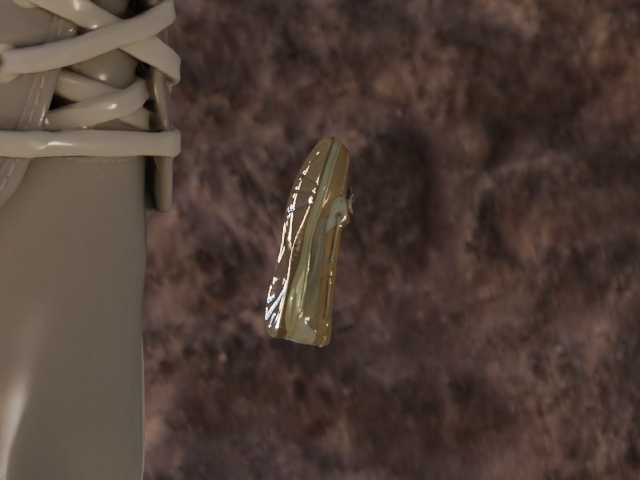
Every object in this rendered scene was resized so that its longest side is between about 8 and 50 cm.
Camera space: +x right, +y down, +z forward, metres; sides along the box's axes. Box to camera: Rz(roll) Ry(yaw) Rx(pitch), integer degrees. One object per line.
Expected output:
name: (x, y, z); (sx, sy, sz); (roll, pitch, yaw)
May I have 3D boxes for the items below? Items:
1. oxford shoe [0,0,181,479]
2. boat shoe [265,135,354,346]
oxford shoe: (-0.116, -0.078, 0.723); (0.130, 0.169, 0.449); (0, -85, 36)
boat shoe: (0.001, 0.001, 1.393); (0.048, 0.056, 0.153); (14, -93, -20)
